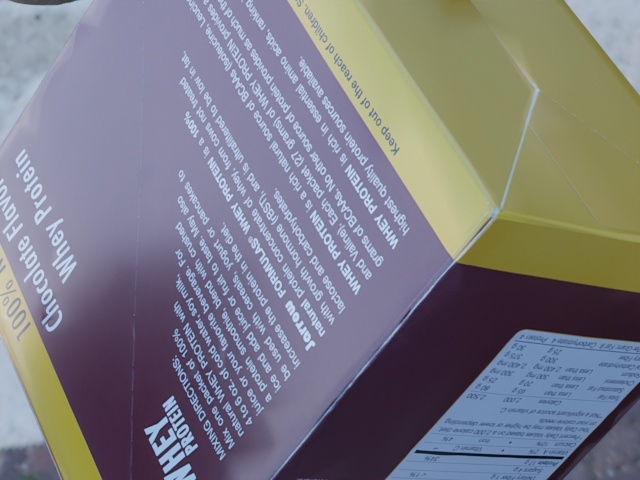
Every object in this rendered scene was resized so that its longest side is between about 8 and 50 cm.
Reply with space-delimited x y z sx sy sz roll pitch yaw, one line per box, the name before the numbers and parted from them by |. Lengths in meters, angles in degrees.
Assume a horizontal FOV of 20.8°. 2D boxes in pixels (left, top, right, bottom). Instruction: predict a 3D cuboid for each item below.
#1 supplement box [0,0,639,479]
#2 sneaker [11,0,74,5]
supplement box | 0.000 0.000 0.584 0.194 0.129 0.191 -52 50 28
sneaker | -0.125 -0.152 0.917 0.086 0.064 0.192 -29 6 40
